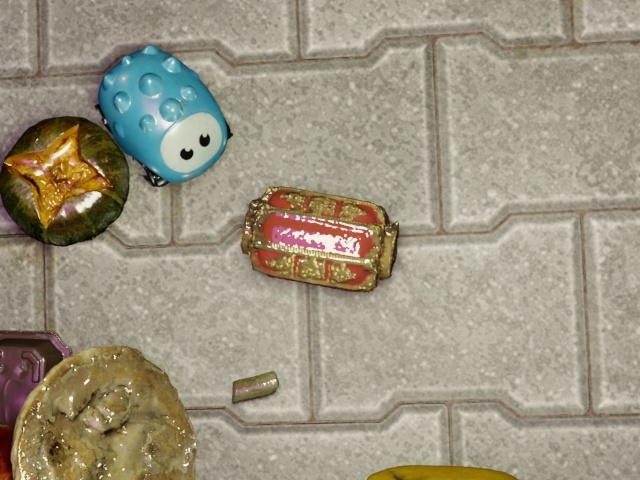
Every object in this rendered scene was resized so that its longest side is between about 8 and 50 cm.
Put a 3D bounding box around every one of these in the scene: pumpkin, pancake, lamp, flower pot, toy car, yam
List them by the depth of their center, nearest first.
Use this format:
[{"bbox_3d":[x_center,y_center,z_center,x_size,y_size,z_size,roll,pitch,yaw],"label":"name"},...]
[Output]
[{"bbox_3d":[-0.362,0.370,1.769,0.082,0.387,0.386,-23,84,39],"label":"pancake"},{"bbox_3d":[0.000,0.000,1.826,0.274,0.177,0.177,10,88,4],"label":"lamp"},{"bbox_3d":[-0.281,-0.229,1.836,0.188,0.190,0.255,-36,85,-12],"label":"toy car"},{"bbox_3d":[-0.460,-0.105,1.879,0.238,0.159,0.238,0,86,-2],"label":"pumpkin"},{"bbox_3d":[-0.121,0.267,1.884,0.094,0.043,0.043,-13,86,4],"label":"yam"},{"bbox_3d":[-0.557,0.292,1.908,0.179,0.084,0.250,1,88,6],"label":"flower pot"}]

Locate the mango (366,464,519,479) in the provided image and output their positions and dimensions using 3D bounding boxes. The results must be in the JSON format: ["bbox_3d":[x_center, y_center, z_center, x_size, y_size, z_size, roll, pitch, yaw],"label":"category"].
[{"bbox_3d":[0.197,0.503,1.782,0.365,0.182,0.252,-15,83,-6],"label":"mango"}]

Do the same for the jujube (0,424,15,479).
[{"bbox_3d":[-0.574,0.505,1.787,0.277,0.276,0.376,15,122,6],"label":"jujube"}]
